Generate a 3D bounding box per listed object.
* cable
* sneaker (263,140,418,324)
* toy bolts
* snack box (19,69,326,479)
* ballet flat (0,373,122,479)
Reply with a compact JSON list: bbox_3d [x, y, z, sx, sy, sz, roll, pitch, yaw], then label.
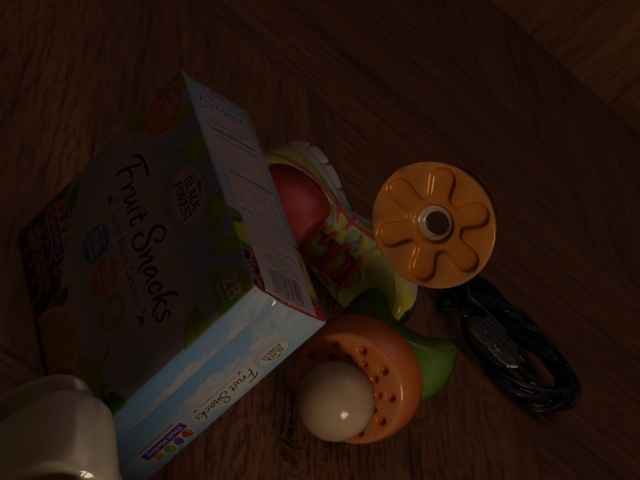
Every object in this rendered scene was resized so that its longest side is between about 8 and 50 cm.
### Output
[{"bbox_3d":[0.192,0.104,1.591,0.184,0.047,0.150,42,17,-7],"label":"cable"},{"bbox_3d":[0.000,0.000,1.372,0.208,0.081,0.094,49,28,22],"label":"sneaker"},{"bbox_3d":[0.002,0.024,1.187,0.228,0.218,0.158,33,25,13],"label":"toy bolts"},{"bbox_3d":[-0.101,0.021,0.998,0.070,0.174,0.207,29,28,-41],"label":"snack box"},{"bbox_3d":[-0.204,0.099,0.664,0.483,0.182,0.164,32,25,-34],"label":"ballet flat"}]
